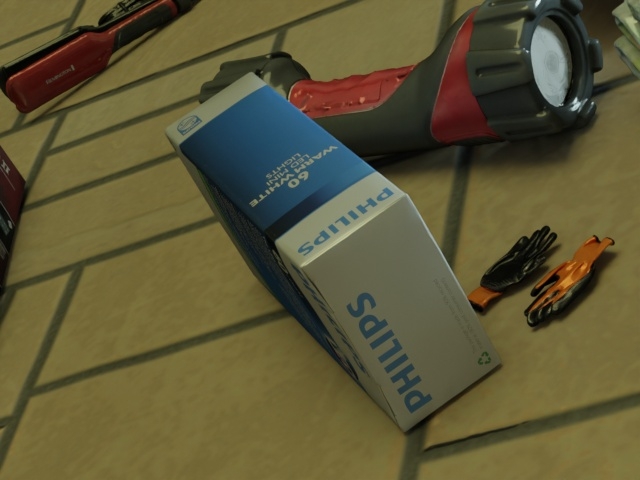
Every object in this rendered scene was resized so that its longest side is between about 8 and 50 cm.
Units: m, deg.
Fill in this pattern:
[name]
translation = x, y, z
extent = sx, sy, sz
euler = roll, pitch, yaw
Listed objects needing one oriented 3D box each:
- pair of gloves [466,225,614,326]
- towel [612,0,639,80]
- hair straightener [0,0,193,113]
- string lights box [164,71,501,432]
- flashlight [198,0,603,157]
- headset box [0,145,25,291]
[pair of gloves]
translation = 0.132, 0.021, 1.122
extent = 0.074, 0.010, 0.083
euler = -45, 29, -20
[towel]
translation = 0.379, -0.147, 1.073
extent = 0.374, 0.090, 0.320
euler = -29, 31, 5
[hair straightener]
translation = -0.206, -0.204, 1.755
extent = 0.230, 0.047, 0.089
euler = -37, 29, -9
[string lights box]
translation = 0.000, 0.000, 1.153
extent = 0.077, 0.133, 0.260
euler = -35, 29, -7
[flashlight]
translation = 0.045, -0.109, 1.311
extent = 0.304, 0.103, 0.103
euler = -3, 41, 40
[headset box]
translation = -0.368, 0.013, 1.510
extent = 0.218, 0.110, 0.293
euler = -24, 30, 13
